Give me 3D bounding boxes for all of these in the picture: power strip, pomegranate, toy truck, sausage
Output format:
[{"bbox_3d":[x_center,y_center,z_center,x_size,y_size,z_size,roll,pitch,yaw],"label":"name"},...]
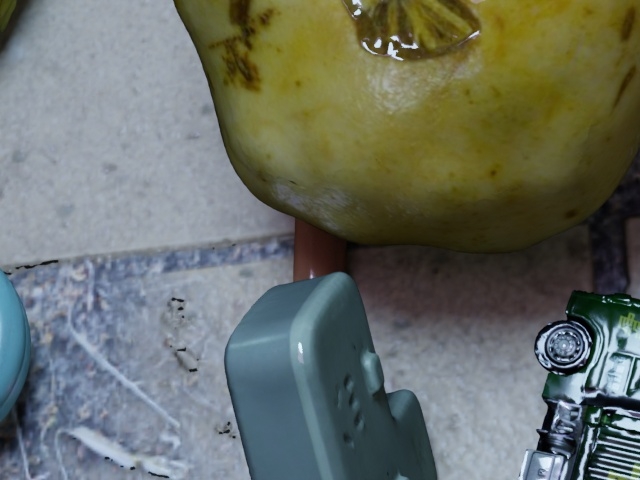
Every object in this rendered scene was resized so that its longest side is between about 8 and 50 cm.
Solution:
[{"bbox_3d":[0.023,0.146,1.081,0.059,0.193,0.265,-10,103,16],"label":"power strip"},{"bbox_3d":[0.070,-0.155,1.121,0.332,0.332,0.333,-6,68,15],"label":"pomegranate"},{"bbox_3d":[0.161,0.162,1.085,0.121,0.088,0.259,11,74,22],"label":"toy truck"},{"bbox_3d":[0.000,0.000,1.229,0.034,0.034,0.083,-4,67,16],"label":"sausage"}]

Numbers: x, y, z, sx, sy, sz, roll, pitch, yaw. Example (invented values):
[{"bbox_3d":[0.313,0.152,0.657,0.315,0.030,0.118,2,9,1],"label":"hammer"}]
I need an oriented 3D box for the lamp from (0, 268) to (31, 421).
[{"bbox_3d":[-0.323,0.076,1.238,0.284,0.147,0.209,-12,68,22],"label":"lamp"}]

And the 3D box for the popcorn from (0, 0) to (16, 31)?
[{"bbox_3d":[-0.338,-0.201,1.322,0.286,0.252,0.215,-16,106,15],"label":"popcorn"}]
